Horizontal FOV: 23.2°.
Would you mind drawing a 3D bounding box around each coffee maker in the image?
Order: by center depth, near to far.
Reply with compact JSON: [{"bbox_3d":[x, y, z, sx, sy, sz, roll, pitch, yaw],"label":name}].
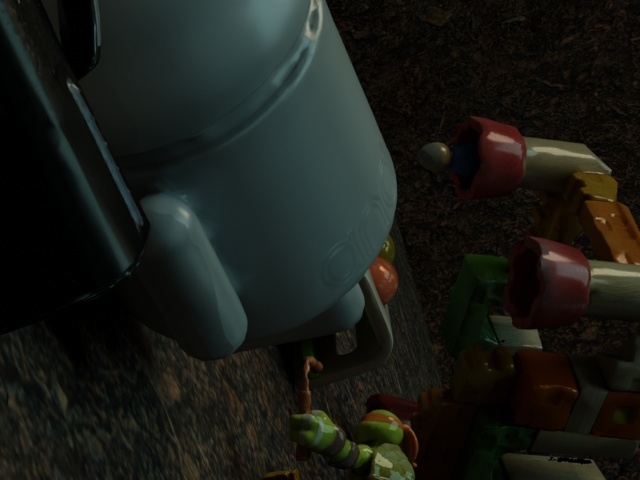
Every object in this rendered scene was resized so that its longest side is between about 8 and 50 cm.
[{"bbox_3d":[-0.161,-0.048,0.665,0.171,0.120,0.178,-50,122,-55],"label":"coffee maker"}]

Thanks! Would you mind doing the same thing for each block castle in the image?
[{"bbox_3d":[0.166,0.134,1.595,0.303,0.213,0.453,-106,-153,-53],"label":"block castle"}]

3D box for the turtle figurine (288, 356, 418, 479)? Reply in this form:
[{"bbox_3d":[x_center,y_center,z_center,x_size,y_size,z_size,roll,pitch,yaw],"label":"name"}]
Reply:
[{"bbox_3d":[0.047,0.226,1.253,0.269,0.087,0.217,56,35,-51],"label":"turtle figurine"}]

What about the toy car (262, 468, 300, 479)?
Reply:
[{"bbox_3d":[-0.016,0.213,1.275,0.060,0.041,0.122,-72,148,-46],"label":"toy car"}]

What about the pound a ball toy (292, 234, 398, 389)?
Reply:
[{"bbox_3d":[0.000,0.000,1.601,0.319,0.136,0.208,-95,164,-66],"label":"pound a ball toy"}]

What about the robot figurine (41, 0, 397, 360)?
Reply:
[{"bbox_3d":[-0.076,-0.075,0.943,0.353,0.200,0.300,63,17,-47],"label":"robot figurine"}]
